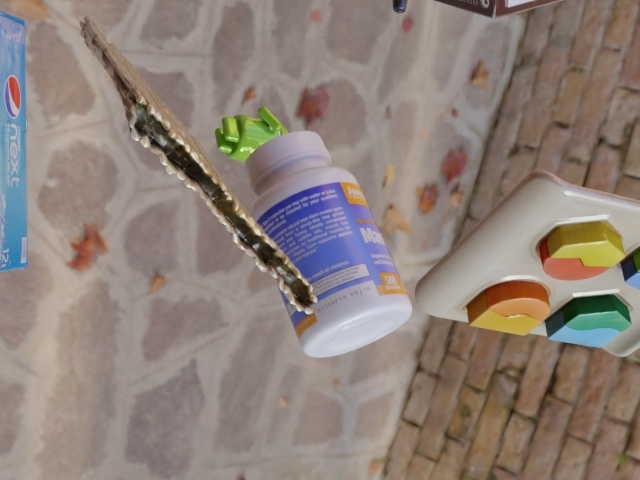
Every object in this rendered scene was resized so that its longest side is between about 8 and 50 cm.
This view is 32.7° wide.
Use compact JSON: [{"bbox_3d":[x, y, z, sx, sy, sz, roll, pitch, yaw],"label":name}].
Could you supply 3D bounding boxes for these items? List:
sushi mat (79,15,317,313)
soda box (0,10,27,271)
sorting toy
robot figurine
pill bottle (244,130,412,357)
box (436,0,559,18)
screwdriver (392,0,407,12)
[{"bbox_3d":[-0.089,-0.061,0.686,0.019,0.316,0.151,-41,114,0],"label":"sushi mat"},{"bbox_3d":[-0.283,-0.080,0.885,0.067,0.071,0.210,-15,105,-84],"label":"soda box"},{"bbox_3d":[0.206,0.032,0.849,0.208,0.193,0.038,15,54,-20],"label":"sorting toy"},{"bbox_3d":[-0.095,-0.145,1.585,0.115,0.067,0.101,9,138,-29],"label":"robot figurine"},{"bbox_3d":[0.000,0.000,1.406,0.152,0.272,0.152,-20,161,-7],"label":"pill bottle"},{"bbox_3d":[0.261,-0.521,1.979,0.191,0.381,0.143,-20,120,-28],"label":"box"},{"bbox_3d":[0.119,-0.403,1.547,0.024,0.025,0.170,19,73,-46],"label":"screwdriver"}]
